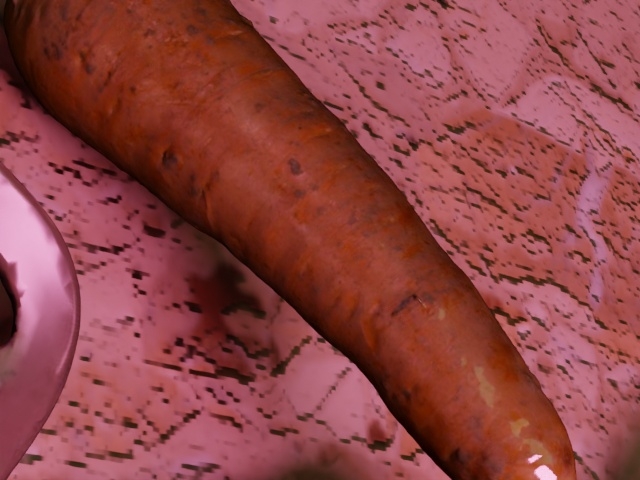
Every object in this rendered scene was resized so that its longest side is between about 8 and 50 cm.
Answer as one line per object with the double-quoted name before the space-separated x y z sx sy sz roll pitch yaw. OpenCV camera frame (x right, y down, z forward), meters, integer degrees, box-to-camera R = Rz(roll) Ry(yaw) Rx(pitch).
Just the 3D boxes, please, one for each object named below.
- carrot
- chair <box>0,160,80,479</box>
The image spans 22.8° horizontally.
"carrot" 0.000 0.000 0.531 0.078 0.078 0.298 -19 58 -47
"chair" -0.167 -0.061 0.402 0.326 0.183 0.175 47 44 -11
